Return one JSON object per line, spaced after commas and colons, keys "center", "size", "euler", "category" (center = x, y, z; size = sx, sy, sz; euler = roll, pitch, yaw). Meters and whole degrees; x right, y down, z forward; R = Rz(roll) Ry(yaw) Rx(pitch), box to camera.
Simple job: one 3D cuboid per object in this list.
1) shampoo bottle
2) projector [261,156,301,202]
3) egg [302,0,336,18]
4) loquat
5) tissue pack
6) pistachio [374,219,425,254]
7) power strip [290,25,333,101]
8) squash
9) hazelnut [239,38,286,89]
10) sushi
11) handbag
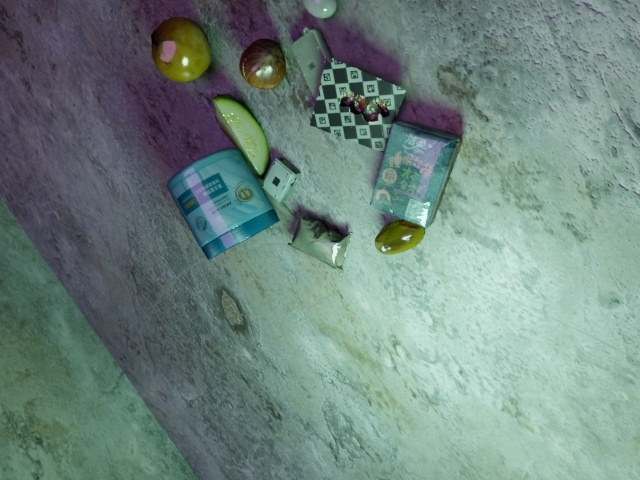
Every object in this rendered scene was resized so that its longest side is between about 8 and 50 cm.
{"center": [-0.386, -0.149, 1.767], "size": [0.331, 0.331, 0.342], "euler": [-26, 94, 33], "category": "shampoo bottle"}
{"center": [-0.161, -0.243, 1.773], "size": [0.115, 0.061, 0.147], "euler": [40, 122, 10], "category": "projector"}
{"center": [-0.005, -0.799, 1.464], "size": [0.135, 0.103, 0.103], "euler": [47, 123, 6], "category": "egg"}
{"center": [-0.539, -0.736, 1.713], "size": [0.235, 0.235, 0.234], "euler": [10, 111, 26], "category": "loquat"}
{"center": [0.314, -0.223, 1.488], "size": [0.228, 0.103, 0.315], "euler": [23, 118, 19], "category": "tissue pack"}
{"center": [0.283, -0.011, 1.581], "size": [0.190, 0.100, 0.110], "euler": [-26, 127, 1], "category": "pistachio"}
{"center": [-0.010, -0.612, 1.567], "size": [0.118, 0.046, 0.270], "euler": [-22, 97, 36], "category": "power strip"}
{"center": [-0.290, -0.428, 1.740], "size": [0.288, 0.111, 0.203], "euler": [50, 163, 10], "category": "squash"}
{"center": [-0.201, -0.630, 1.600], "size": [0.182, 0.182, 0.181], "euler": [10, 111, 26], "category": "hazelnut"}
{"center": [0.127, -0.467, 1.522], "size": [0.290, 0.050, 0.263], "euler": [24, 134, 8], "category": "sushi"}
{"center": [0.000, 0.000, 1.738], "size": [0.271, 0.117, 0.182], "euler": [28, 110, 20], "category": "handbag"}
